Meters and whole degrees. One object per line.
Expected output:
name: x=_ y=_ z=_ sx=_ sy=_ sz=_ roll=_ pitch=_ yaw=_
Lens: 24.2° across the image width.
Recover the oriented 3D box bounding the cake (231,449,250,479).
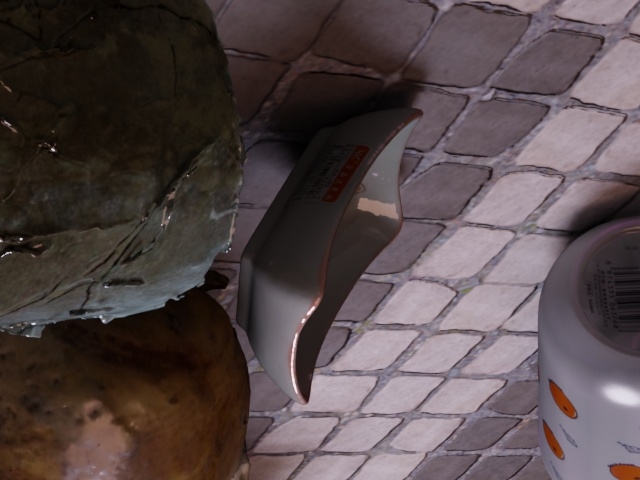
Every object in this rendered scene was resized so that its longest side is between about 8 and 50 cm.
cake: x=-0.210 y=0.281 z=1.224 sx=0.290 sy=0.282 sz=0.255 roll=-32 pitch=133 yaw=-51

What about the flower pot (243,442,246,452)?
flower pot: x=-0.156 y=0.287 z=1.484 sx=0.148 sy=0.235 sz=0.235 roll=2 pitch=148 yaw=5

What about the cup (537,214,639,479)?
cup: x=0.313 y=0.123 z=1.445 sx=0.212 sy=0.212 sz=0.317 roll=-18 pitch=147 yaw=-1

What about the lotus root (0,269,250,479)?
lotus root: x=-0.166 y=0.073 z=1.082 sx=0.272 sy=0.272 sz=0.192 roll=-1 pitch=134 yaw=-26

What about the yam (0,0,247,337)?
yam: x=-0.214 y=-0.058 z=0.819 sx=0.348 sy=0.241 sz=0.241 roll=-6 pitch=149 yaw=-48

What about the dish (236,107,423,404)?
dish: x=0.000 y=0.000 z=1.135 sx=0.077 sy=0.212 sz=0.151 roll=21 pitch=142 yaw=12
